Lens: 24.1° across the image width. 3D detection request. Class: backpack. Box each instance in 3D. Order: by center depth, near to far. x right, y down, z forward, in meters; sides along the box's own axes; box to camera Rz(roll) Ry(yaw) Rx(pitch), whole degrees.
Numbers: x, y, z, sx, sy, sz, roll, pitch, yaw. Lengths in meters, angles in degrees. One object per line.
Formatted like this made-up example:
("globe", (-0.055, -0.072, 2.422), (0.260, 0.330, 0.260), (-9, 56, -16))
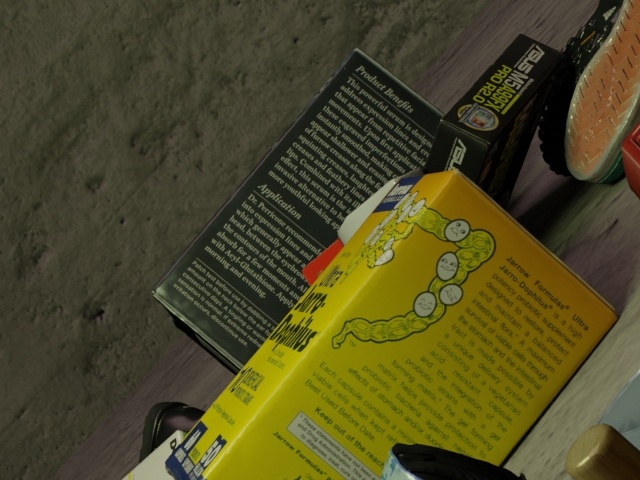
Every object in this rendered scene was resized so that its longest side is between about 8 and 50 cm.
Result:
("backpack", (0.095, 0.202, 1.093), (0.105, 0.114, 0.084), (-131, 62, -80))

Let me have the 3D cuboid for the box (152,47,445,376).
("box", (0.000, 0.000, 1.901), (0.395, 0.212, 0.293), (-50, -6, -8))

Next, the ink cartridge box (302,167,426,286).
("ink cartridge box", (0.073, 0.062, 1.560), (0.066, 0.189, 0.232), (-21, -14, -48))

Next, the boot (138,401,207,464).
("boot", (-0.130, 0.311, 1.746), (0.207, 0.094, 0.247), (1, 84, 48))

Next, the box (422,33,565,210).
("box", (0.163, -0.063, 1.631), (0.216, 0.060, 0.270), (-46, -21, -47))

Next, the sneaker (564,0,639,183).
("sneaker", (0.359, -0.187, 1.534), (0.302, 0.121, 0.108), (-66, 29, 8))

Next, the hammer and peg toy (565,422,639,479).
("hammer and peg toy", (0.288, 0.056, 0.716), (0.361, 0.127, 0.266), (-49, 9, 5))

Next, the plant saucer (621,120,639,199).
("plant saucer", (0.362, -0.126, 1.296), (0.258, 0.047, 0.259), (-52, 12, 13))

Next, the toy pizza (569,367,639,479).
("toy pizza", (0.238, 0.126, 0.983), (0.201, 0.032, 0.201), (-49, 9, 10))

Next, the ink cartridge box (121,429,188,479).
("ink cartridge box", (-0.104, 0.283, 1.558), (0.255, 0.097, 0.189), (-44, 39, 33))

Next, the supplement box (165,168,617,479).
("supplement box", (0.054, 0.134, 1.322), (0.356, 0.195, 0.194), (-50, 9, -7))

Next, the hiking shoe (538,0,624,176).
("hiking shoe", (0.341, -0.202, 1.632), (0.113, 0.132, 0.304), (-118, 45, -65))
